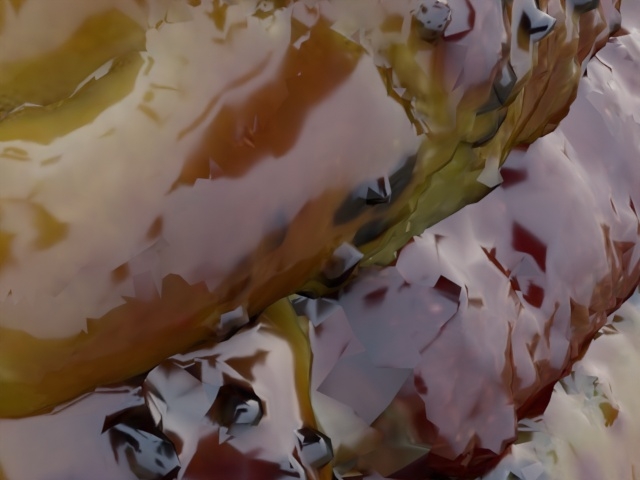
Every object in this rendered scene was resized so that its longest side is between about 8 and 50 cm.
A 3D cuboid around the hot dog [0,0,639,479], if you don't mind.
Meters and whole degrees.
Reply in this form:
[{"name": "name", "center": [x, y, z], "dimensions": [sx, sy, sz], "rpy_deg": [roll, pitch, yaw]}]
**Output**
[{"name": "hot dog", "center": [0.000, 0.000, 0.568], "dimensions": [0.365, 0.196, 0.367], "rpy_deg": [-19, 110, -51]}]
